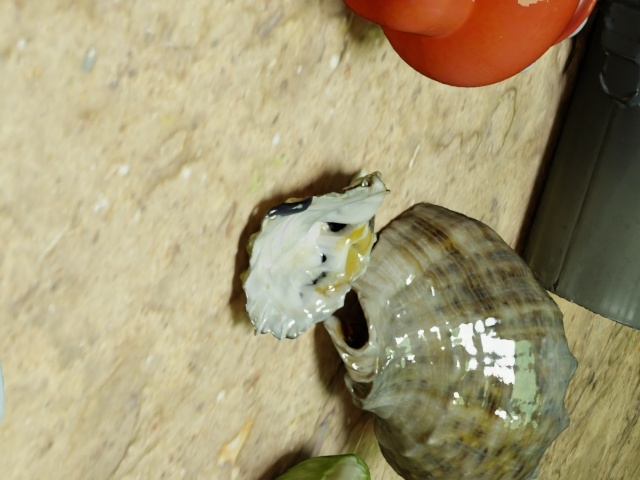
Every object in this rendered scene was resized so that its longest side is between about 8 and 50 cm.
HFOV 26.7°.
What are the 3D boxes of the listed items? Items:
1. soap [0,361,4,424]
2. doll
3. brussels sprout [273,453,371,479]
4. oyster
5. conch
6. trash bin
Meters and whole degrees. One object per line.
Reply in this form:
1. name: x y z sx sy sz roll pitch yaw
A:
1. soap: -0.190 -0.027 0.299 0.208 0.115 0.347 -47 150 -41
2. doll: 0.093 -0.169 0.786 0.290 0.130 0.161 -5 118 -59
3. brussels sprout: -0.005 0.216 0.965 0.181 0.100 0.139 56 49 -62
4. oyster: 0.000 0.000 0.837 0.146 0.045 0.121 -55 158 -11
5. conch: 0.118 0.097 1.041 0.210 0.159 0.291 -64 155 -6
6. trash bin: 0.324 -0.078 1.293 0.252 0.203 0.301 -4 117 -45
